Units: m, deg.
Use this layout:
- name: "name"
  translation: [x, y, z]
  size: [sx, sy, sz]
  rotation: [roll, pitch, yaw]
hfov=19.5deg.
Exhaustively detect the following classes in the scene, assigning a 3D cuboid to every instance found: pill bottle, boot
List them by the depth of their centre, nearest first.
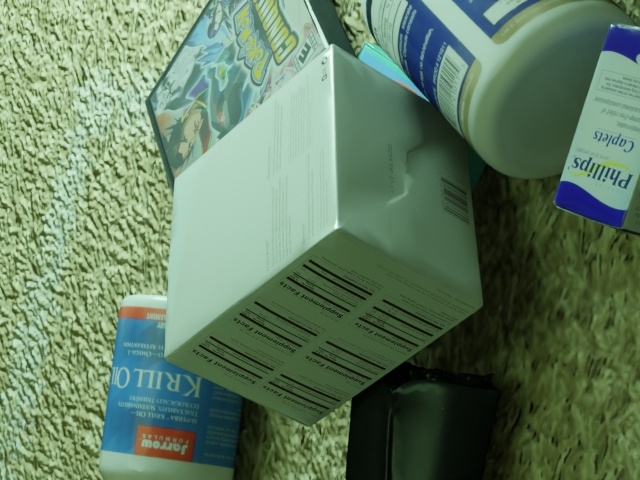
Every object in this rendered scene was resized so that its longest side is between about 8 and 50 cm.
- name: "pill bottle"
  translation: [0.124, -0.179, 1.456]
  size: [0.153, 0.153, 0.264]
  rotation: [-57, 44, 21]
- name: "boot"
  translation: [0.037, 0.198, 1.497]
  size: [0.246, 0.094, 0.207]
  rotation: [-2, 81, 43]
- name: "pill bottle"
  translation: [-0.134, 0.166, 1.681]
  size: [0.124, 0.124, 0.221]
  rotation: [-3, 78, 48]

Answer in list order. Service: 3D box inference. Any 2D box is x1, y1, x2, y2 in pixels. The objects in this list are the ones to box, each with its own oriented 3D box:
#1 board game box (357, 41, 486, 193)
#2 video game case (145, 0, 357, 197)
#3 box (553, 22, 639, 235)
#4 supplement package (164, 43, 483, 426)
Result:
- name: "board game box"
  translation: [0.052, -0.043, 1.583]
  size: [0.160, 0.047, 0.210]
  rotation: [41, 111, 47]
- name: "video game case"
  translation: [-0.069, -0.136, 1.717]
  size: [0.248, 0.035, 0.275]
  rotation: [-55, 36, 28]
- name: "box"
  translation: [0.245, -0.069, 1.309]
  size: [0.072, 0.126, 0.137]
  rotation: [22, 96, 48]
- name: "supplement package"
  translation: [0.000, 0.000, 1.447]
  size: [0.203, 0.149, 0.194]
  rotation: [-38, 37, 35]
